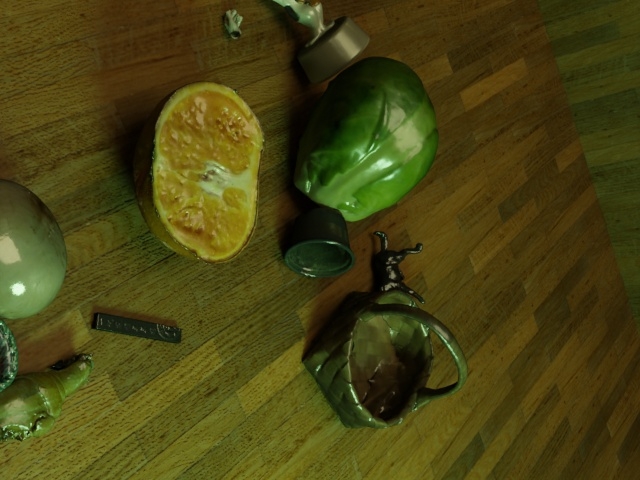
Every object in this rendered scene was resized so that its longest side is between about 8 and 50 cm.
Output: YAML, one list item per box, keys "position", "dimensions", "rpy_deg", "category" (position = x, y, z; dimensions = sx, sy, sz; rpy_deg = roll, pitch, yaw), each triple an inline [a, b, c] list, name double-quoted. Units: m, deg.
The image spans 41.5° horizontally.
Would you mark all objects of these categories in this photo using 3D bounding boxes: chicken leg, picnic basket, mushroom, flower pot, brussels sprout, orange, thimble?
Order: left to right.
- position: [-0.530, 0.173, 1.272]
  dimensions: [0.118, 0.090, 0.135]
  rpy_deg: [-42, 114, -44]
  category: "thimble"
- position: [-0.495, 0.013, 1.297]
  dimensions: [0.226, 0.178, 0.227]
  rpy_deg: [-17, 90, -80]
  category: "mushroom"
- position: [-0.450, 0.255, 1.362]
  dimensions: [0.227, 0.088, 0.103]
  rpy_deg: [-26, 92, -55]
  category: "chicken leg"
- position: [-0.224, -0.134, 1.575]
  dimensions: [0.274, 0.274, 0.310]
  rpy_deg: [1, 116, -49]
  category: "orange"
- position: [0.000, 0.000, 1.883]
  dimensions: [0.157, 0.157, 0.107]
  rpy_deg: [33, 47, -40]
  category: "flower pot"
- position: [0.102, -0.229, 1.897]
  dimensions: [0.275, 0.315, 0.371]
  rpy_deg: [27, 91, -35]
  category: "brussels sprout"
- position: [0.181, 0.258, 1.899]
  dimensions: [0.293, 0.337, 0.337]
  rpy_deg: [58, 45, -21]
  category: "picnic basket"

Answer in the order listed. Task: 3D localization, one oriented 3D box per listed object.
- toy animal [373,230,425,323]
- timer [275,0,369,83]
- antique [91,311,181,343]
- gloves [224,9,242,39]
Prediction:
- position: [0.187, 0.092, 2.120]
  dimensions: [0.148, 0.084, 0.233]
  rpy_deg: [3, 83, -47]
  category: "toy animal"
- position: [-0.030, -0.519, 1.957]
  dimensions: [0.266, 0.175, 0.175]
  rpy_deg: [50, 48, -20]
  category: "timer"
- position: [-0.335, 0.162, 1.556]
  dimensions: [0.192, 0.015, 0.031]
  rpy_deg: [19, 68, -46]
  category: "antique"
- position: [-0.191, -0.471, 1.841]
  dimensions: [0.044, 0.037, 0.081]
  rpy_deg: [58, 27, -61]
  category: "gloves"
